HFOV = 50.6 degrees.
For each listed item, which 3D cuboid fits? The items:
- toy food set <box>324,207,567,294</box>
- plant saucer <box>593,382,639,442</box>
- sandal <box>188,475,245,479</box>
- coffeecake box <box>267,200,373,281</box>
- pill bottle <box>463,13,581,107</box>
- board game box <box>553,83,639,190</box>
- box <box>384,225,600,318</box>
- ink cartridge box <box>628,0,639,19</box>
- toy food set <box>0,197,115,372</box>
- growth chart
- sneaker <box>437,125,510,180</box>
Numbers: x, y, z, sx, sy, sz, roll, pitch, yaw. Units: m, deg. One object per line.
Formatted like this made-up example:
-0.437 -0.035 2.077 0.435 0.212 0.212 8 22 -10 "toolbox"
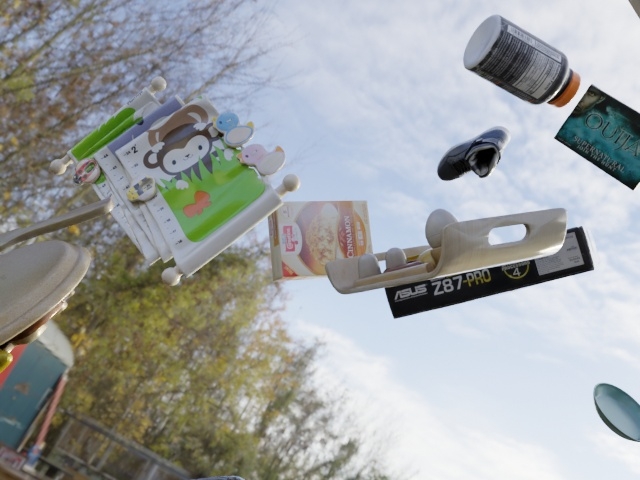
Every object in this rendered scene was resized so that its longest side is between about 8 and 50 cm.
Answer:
0.173 0.008 1.002 0.220 0.092 0.306 -9 -5 -30 "toy food set"
0.506 0.294 1.143 0.119 0.119 0.021 30 -58 -2 "plant saucer"
-0.193 0.237 0.397 0.446 0.167 0.107 5 40 -48 "sandal"
0.000 0.000 1.286 0.186 0.142 0.068 -2 -10 -21 "coffeecake box"
0.445 -0.378 1.476 0.246 0.130 0.130 23 -20 -18 "pill bottle"
0.561 -0.199 1.298 0.186 0.126 0.026 41 28 25 "board game box"
0.368 0.066 1.415 0.395 0.097 0.318 -18 -9 24 "box"
0.573 -0.322 0.921 0.172 0.100 0.237 48 -13 -18 "ink cartridge box"
-0.192 0.045 0.398 0.133 0.192 0.038 -16 -64 16 "toy food set"
-0.141 -0.068 0.650 0.237 0.172 0.021 40 -7 30 "growth chart"
0.381 -0.202 1.769 0.086 0.163 0.226 47 -52 -10 "sneaker"
